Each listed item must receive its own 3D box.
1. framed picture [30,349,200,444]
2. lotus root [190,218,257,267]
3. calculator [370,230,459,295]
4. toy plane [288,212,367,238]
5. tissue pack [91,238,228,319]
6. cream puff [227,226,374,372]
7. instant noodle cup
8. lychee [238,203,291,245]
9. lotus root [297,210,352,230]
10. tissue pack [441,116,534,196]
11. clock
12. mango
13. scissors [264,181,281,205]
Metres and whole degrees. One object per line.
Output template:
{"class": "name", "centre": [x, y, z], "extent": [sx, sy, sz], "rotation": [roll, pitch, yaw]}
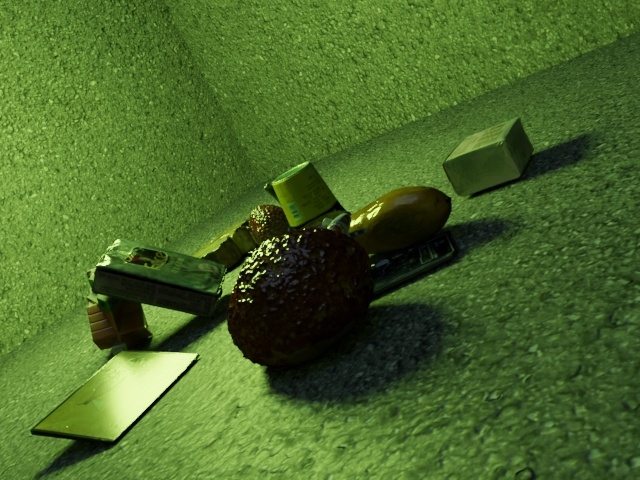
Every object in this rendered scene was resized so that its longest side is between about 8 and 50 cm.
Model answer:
{"class": "framed picture", "centre": [-0.477, 0.359, 1.675], "extent": [0.255, 0.014, 0.339], "rotation": [-2, 24, 28]}
{"class": "lotus root", "centre": [-0.412, 0.061, 2.693], "extent": [0.375, 0.111, 0.390], "rotation": [-16, 20, 48]}
{"class": "calculator", "centre": [0.179, 0.060, 1.596], "extent": [0.274, 0.028, 0.166], "rotation": [-26, 13, 9]}
{"class": "toy plane", "centre": [-0.006, 0.054, 1.722], "extent": [0.182, 0.273, 0.107], "rotation": [20, 14, 8]}
{"class": "tissue pack", "centre": [-0.469, 0.114, 2.101], "extent": [0.361, 0.122, 0.259], "rotation": [15, 16, -4]}
{"class": "cream puff", "centre": [-0.049, 0.100, 1.447], "extent": [0.350, 0.229, 0.350], "rotation": [-28, 18, 10]}
{"class": "instant noodle cup", "centre": [-0.041, -0.124, 2.336], "extent": [0.215, 0.236, 0.215], "rotation": [-29, 13, 7]}
{"class": "lychee", "centre": [-0.187, -0.048, 2.494], "extent": [0.197, 0.165, 0.165], "rotation": [-14, 8, -20]}
{"class": "lotus root", "centre": [0.000, 0.000, 2.009], "extent": [0.241, 0.123, 0.124], "rotation": [-26, 3, -4]}
{"class": "tissue pack", "centre": [0.460, -0.227, 1.928], "extent": [0.185, 0.124, 0.225], "rotation": [-20, 14, 33]}
{"class": "clock", "centre": [-0.625, 0.231, 2.196], "extent": [0.166, 0.235, 0.309], "rotation": [-15, 22, -10]}
{"class": "mango", "centre": [0.174, -0.045, 1.749], "extent": [0.187, 0.144, 0.359], "rotation": [-14, -5, -40]}
{"class": "scissors", "centre": [-0.117, -0.130, 2.456], "extent": [0.041, 0.289, 0.138], "rotation": [-44, 56, 2]}
